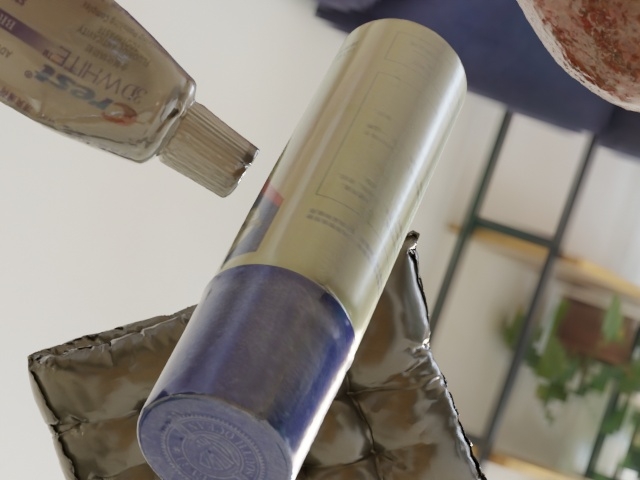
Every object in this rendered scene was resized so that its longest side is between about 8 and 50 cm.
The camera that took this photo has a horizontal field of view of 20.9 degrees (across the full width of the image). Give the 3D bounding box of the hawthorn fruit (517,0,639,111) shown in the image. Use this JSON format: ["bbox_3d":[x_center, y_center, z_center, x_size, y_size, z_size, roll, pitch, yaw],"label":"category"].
[{"bbox_3d":[0.187,-0.196,1.015,0.210,0.210,0.262,22,-162,-41],"label":"hawthorn fruit"}]

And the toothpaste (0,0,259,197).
[{"bbox_3d":[-0.164,-0.123,1.149,0.282,0.099,0.068,35,130,-13],"label":"toothpaste"}]

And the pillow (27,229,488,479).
[{"bbox_3d":[-0.045,0.148,1.376,0.326,0.228,0.101,-18,-175,-17],"label":"pillow"}]

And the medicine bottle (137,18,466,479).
[{"bbox_3d":[0.000,0.000,0.651,0.059,0.231,0.059,12,131,14],"label":"medicine bottle"}]
